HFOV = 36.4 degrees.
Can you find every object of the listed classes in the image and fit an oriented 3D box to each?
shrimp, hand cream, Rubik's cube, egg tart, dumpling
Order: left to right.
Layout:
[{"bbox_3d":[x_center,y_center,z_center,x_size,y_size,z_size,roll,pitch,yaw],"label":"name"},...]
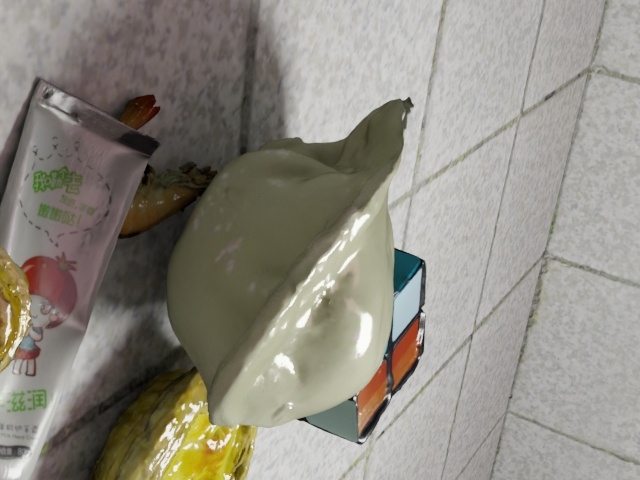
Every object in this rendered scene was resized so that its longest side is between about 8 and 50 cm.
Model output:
[{"bbox_3d":[-0.254,0.056,0.664,0.128,0.049,0.129,-11,109,-36],"label":"egg tart"},{"bbox_3d":[-0.224,0.054,0.757,0.121,0.076,0.336,23,83,-50],"label":"hand cream"},{"bbox_3d":[-0.145,-0.073,0.872,0.178,0.034,0.124,-30,127,-52],"label":"shrimp"},{"bbox_3d":[-0.158,0.238,1.010,0.279,0.095,0.279,-51,155,-35],"label":"egg tart"},{"bbox_3d":[0.000,0.000,0.928,0.315,0.233,0.395,-50,-172,19],"label":"dumpling"},{"bbox_3d":[0.018,0.108,1.184,0.183,0.167,0.180,-50,148,-40],"label":"Rubik's cube"}]
